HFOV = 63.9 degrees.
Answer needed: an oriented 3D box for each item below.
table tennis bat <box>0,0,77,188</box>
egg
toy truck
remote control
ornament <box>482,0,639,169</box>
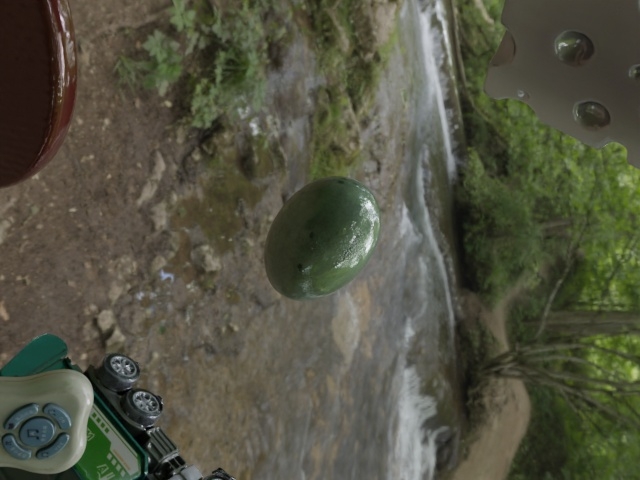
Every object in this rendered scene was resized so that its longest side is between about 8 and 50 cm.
[{"bbox_3d":[-0.302,-0.225,0.358,0.051,0.268,0.414,-57,155,-55],"label":"table tennis bat"},{"bbox_3d":[0.000,0.000,0.856,0.169,0.236,0.169,33,26,-19],"label":"egg"},{"bbox_3d":[-0.193,0.195,0.445,0.253,0.114,0.124,41,13,19],"label":"toy truck"},{"bbox_3d":[-0.220,0.121,0.344,0.032,0.122,0.074,-154,-107,-65],"label":"remote control"},{"bbox_3d":[0.313,-0.225,0.412,0.239,0.240,0.240,-48,158,-17],"label":"ornament"}]
